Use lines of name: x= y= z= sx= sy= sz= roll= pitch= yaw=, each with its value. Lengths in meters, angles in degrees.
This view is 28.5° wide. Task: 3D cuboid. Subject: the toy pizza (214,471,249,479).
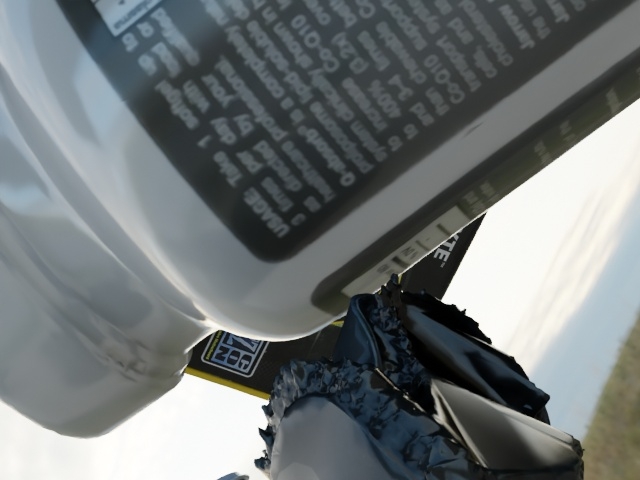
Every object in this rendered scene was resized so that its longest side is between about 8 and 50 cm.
toy pizza: x=-0.132 y=0.246 z=0.962 sx=0.201 sy=0.032 sz=0.201 roll=-35 pitch=-12 yaw=-9

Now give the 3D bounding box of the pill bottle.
pill bottle: x=-0.002 y=-0.090 z=0.519 sx=0.363 sy=0.210 sz=0.210 roll=-37 pitch=-13 yaw=8

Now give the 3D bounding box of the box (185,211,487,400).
box: x=0.000 y=0.000 z=1.193 sx=0.322 sy=0.257 sz=0.079 roll=-64 pitch=16 yaw=16

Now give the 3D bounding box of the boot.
boot: x=0.003 y=0.146 z=0.362 sx=0.246 sy=0.094 sz=0.207 roll=-93 pitch=25 yaw=-61
